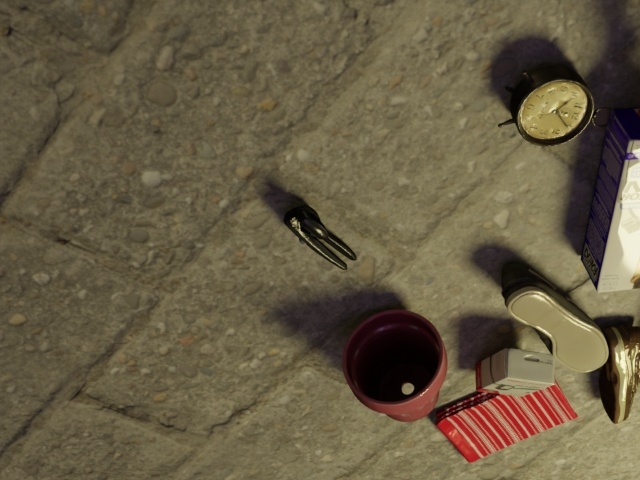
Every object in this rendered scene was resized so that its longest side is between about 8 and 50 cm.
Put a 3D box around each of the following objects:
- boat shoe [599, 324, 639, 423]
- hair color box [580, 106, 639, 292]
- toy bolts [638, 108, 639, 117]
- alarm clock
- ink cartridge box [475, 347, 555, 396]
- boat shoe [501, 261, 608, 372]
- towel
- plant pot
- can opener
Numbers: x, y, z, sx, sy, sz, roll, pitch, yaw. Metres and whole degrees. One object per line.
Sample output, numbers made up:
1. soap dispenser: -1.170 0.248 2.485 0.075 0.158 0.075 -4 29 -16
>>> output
1. boat shoe: 0.645 0.283 1.966 0.095 0.095 0.257 -15 129 -2
2. hair color box: 0.588 -0.071 1.664 0.185 0.110 0.339 -5 131 -3
3. toy bolts: 0.613 -0.225 1.440 0.228 0.158 0.218 -24 95 -2
4. alarm clock: 0.397 -0.219 1.549 0.192 0.064 0.129 11 127 -12
5. ink cartridge box: 0.393 0.269 1.901 0.109 0.063 0.150 9 160 -12
6. boat shoe: 0.465 0.149 1.850 0.112 0.095 0.335 -33 130 23
7. towel: 0.408 0.390 2.065 0.275 0.031 0.199 -27 127 15
8. plant pot: 0.158 0.265 1.844 0.201 0.201 0.180 -16 144 7
9. can opener: 0.000 0.000 1.689 0.059 0.073 0.186 -35 134 11
